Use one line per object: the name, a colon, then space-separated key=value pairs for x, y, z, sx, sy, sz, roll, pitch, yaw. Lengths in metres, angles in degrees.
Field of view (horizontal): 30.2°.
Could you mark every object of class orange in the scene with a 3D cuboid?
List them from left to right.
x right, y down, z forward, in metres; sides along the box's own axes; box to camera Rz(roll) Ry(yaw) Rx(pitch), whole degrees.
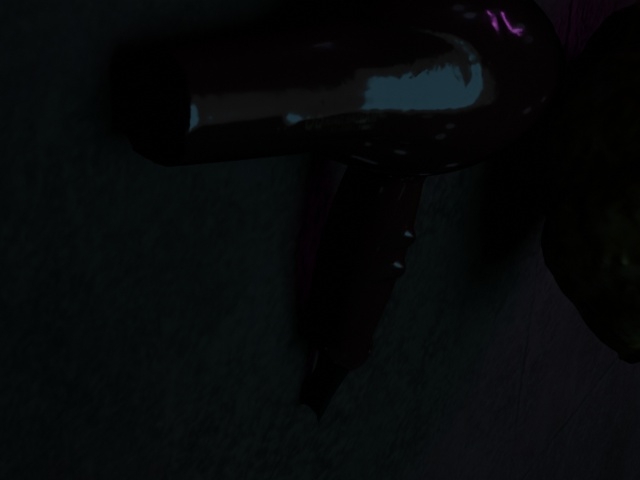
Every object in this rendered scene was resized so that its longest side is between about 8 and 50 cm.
orange: x=0.307 y=-0.096 z=1.025 sx=0.369 sy=0.210 sz=0.271 roll=-50 pitch=-175 yaw=-26

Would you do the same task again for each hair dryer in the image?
hair dryer: x=0.000 y=0.000 z=0.731 sx=0.312 sy=0.123 sz=0.341 roll=-20 pitch=137 yaw=-41
